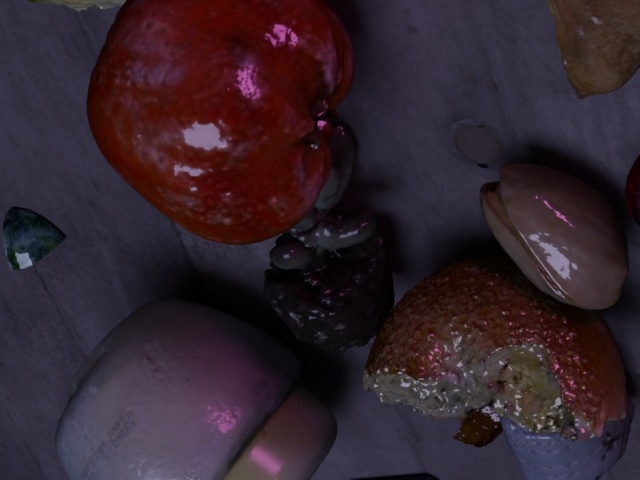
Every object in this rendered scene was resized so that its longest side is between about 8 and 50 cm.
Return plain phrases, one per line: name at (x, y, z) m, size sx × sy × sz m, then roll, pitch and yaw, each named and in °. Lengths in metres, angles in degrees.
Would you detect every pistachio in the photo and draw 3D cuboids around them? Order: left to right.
pistachio at (0.248, -0.006, 1.880) m, size 0.185 × 0.124 × 0.124 m, roll 36°, pitch 143°, yaw -4°

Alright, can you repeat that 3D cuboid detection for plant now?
plant at (-0.001, 0.002, 2.035) m, size 0.149 × 0.146 × 0.274 m, roll 13°, pitch 140°, yaw 25°

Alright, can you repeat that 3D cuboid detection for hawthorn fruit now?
hawthorn fruit at (-0.096, -0.146, 1.830) m, size 0.284 × 0.284 × 0.284 m, roll 18°, pitch 142°, yaw 15°

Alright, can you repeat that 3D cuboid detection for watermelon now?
watermelon at (-0.388, -0.006, 2.381) m, size 0.085 × 0.085 × 0.061 m, roll 23°, pitch 172°, yaw 9°

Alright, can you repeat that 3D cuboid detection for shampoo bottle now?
shampoo bottle at (-0.165, 0.246, 2.285) m, size 0.317 × 0.322 × 0.322 m, roll 34°, pitch 144°, yaw 3°

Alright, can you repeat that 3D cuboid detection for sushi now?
sushi at (0.206, 0.220, 2.232) m, size 0.055 × 0.052 × 0.120 m, roll 43°, pitch 148°, yaw 12°

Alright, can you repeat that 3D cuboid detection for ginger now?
ginger at (0.270, -0.254, 1.581) m, size 0.190 × 0.126 × 0.354 m, roll 12°, pitch 145°, yaw -1°

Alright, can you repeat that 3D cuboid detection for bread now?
bread at (0.200, 0.107, 1.979) m, size 0.314 × 0.192 × 0.171 m, roll 10°, pitch 161°, yaw 38°

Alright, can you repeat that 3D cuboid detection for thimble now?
thimble at (0.284, 0.202, 2.075) m, size 0.127 × 0.151 × 0.118 m, roll 15°, pitch 143°, yaw 39°

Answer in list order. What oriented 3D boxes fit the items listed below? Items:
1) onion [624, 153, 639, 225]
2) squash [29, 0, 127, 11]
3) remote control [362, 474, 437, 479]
onion at (0.356, -0.050, 1.789) m, size 0.107 × 0.097 × 0.107 m, roll 0°, pitch 109°, yaw -1°
squash at (-0.281, -0.282, 1.888) m, size 0.237 × 0.155 × 0.204 m, roll 3°, pitch 135°, yaw 28°
remote control at (0.102, 0.346, 2.472) m, size 0.152 × 0.027 × 0.043 m, roll -12°, pitch 131°, yaw 44°
